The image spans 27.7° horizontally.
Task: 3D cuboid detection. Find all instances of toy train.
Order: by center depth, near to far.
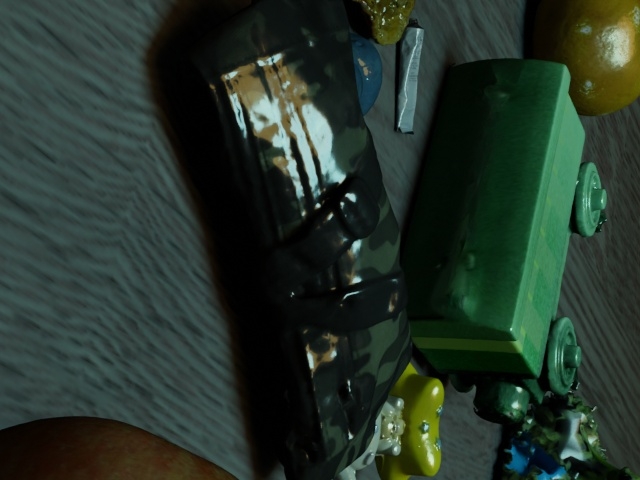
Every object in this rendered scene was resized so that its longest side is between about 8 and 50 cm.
[{"bbox_3d":[0.164,-0.002,1.126,0.202,0.120,0.301,52,47,-50],"label":"toy train"}]

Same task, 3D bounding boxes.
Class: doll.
[{"bbox_3d":[0.012,-0.106,0.893,0.083,0.050,0.076,-42,134,-57],"label":"doll"},{"bbox_3d":[0.035,0.127,0.957,0.113,0.071,0.135,-25,110,-40],"label":"doll"}]

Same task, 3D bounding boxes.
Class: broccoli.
[{"bbox_3d":[0.259,0.243,1.303,0.154,0.160,0.167,33,71,-29],"label":"broccoli"}]

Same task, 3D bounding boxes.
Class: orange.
[{"bbox_3d":[0.288,-0.207,1.348,0.156,0.124,0.156,4,90,-67],"label":"orange"}]

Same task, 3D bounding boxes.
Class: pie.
[{"bbox_3d":[0.042,-0.197,0.961,0.170,0.034,0.092,54,44,-60],"label":"pie"}]

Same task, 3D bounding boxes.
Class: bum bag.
[{"bbox_3d":[0.000,0.000,0.830,0.144,0.095,0.340,-36,124,-39],"label":"bum bag"}]

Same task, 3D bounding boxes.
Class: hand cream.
[{"bbox_3d":[0.070,-0.132,1.046,0.030,0.019,0.093,-14,112,-64],"label":"hand cream"}]

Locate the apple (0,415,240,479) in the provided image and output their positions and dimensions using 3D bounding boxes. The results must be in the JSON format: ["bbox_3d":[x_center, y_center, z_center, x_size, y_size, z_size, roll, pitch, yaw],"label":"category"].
[{"bbox_3d":[-0.102,0.166,0.534,0.188,0.188,0.174,67,31,-41],"label":"apple"}]
